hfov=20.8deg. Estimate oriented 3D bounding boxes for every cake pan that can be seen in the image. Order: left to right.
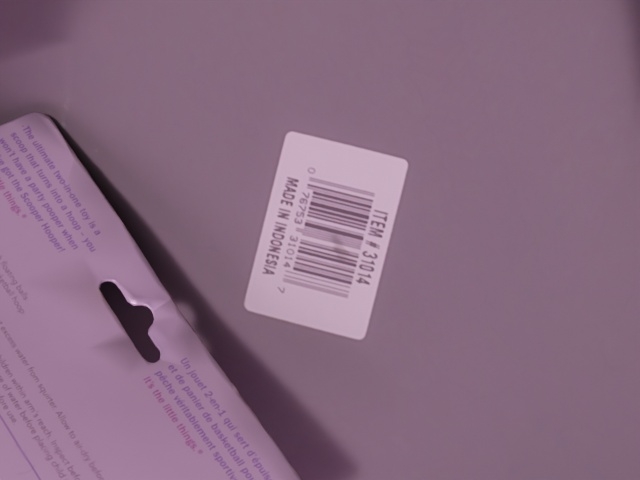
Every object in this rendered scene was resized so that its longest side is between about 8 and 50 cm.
[{"bbox_3d":[0.000,0.000,0.485,0.293,0.054,0.293,0,88,8],"label":"cake pan"}]

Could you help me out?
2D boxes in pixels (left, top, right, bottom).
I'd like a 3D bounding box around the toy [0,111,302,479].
[{"bbox_3d":[-0.138,0.078,0.420,0.237,0.056,0.137,-27,66,-21],"label":"toy"}]
